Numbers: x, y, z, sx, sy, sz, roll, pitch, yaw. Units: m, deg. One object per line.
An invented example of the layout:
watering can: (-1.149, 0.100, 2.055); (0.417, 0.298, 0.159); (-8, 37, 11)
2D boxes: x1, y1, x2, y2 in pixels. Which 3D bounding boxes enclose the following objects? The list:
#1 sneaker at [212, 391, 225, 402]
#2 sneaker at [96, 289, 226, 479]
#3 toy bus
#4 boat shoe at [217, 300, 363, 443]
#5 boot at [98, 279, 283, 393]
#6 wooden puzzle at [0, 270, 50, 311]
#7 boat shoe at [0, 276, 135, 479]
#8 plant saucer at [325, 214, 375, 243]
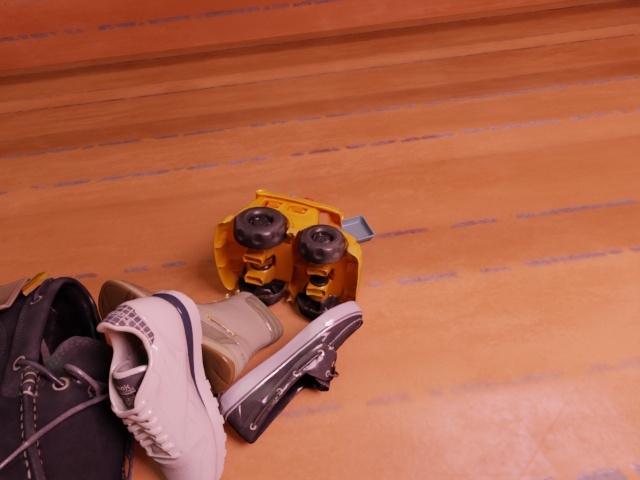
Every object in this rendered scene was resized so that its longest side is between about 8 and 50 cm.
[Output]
sneaker: (-0.146, 0.215, 0.519); (0.032, 0.036, 0.083); (2, 43, 7)
sneaker: (-0.169, 0.174, 0.434); (0.090, 0.234, 0.095); (-12, 5, 18)
toy bus: (-0.027, 0.000, 0.669); (0.221, 0.149, 0.211); (13, 37, 12)
boat shoe: (-0.018, 0.167, 0.533); (0.229, 0.080, 0.076); (-31, 62, -29)
boot: (-0.169, 0.104, 0.563); (0.213, 0.077, 0.165); (26, 17, 14)
wooden puzzle: (-0.408, 0.077, 0.518); (0.117, 0.014, 0.078); (-17, 27, 3)
boat shoe: (-0.282, 0.193, 0.456); (0.156, 0.186, 0.500); (-34, 42, -20)
plant saucer: (0.000, 0.000, 0.762); (0.192, 0.018, 0.067); (-14, 41, -10)
